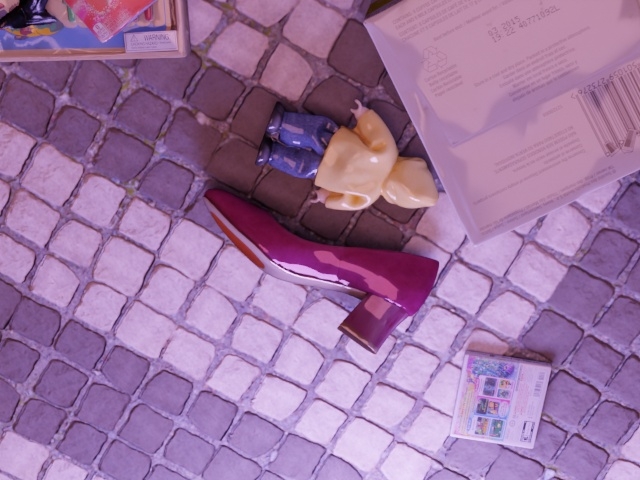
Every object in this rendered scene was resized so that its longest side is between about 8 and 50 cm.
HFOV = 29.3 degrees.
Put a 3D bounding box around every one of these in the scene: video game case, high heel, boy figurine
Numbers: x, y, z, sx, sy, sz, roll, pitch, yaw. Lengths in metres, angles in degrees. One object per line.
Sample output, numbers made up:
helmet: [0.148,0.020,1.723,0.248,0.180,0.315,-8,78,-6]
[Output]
video game case: [0.298,0.265,2.031,0.143,0.019,0.157,9,111,1]
high heel: [0.000,0.000,1.935,0.377,0.127,0.181,40,79,-6]
boy figurine: [0.050,-0.128,1.869,0.285,0.092,0.177,17,110,-3]

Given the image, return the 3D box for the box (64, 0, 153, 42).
box: [-0.241,-0.410,1.713,0.257,0.128,0.122,-38,103,16]

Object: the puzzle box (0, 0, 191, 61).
puzzle box: [-0.404,-0.405,1.823,0.409,0.052,0.272,-1,109,5]

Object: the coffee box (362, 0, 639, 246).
coffee box: [0.286,-0.253,1.676,0.338,0.334,0.338,-25,104,14]

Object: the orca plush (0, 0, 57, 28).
orca plush: [-0.439,-0.439,1.730,0.151,0.102,0.287,12,110,0]
